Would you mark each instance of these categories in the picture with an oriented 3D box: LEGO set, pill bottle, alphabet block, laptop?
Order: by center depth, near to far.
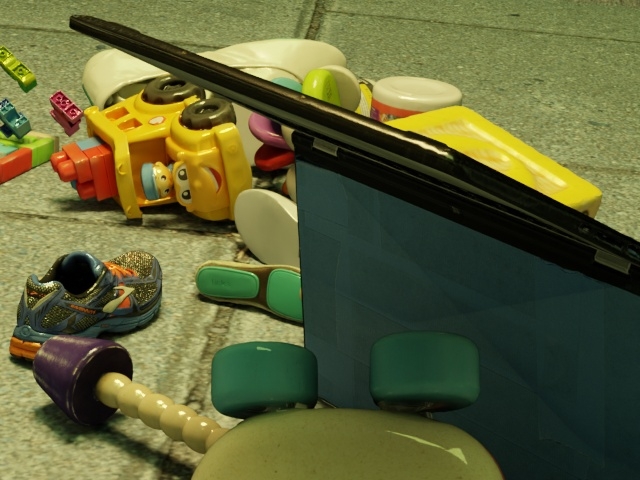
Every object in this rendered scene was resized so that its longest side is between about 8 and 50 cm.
[{"bbox_3d":[0.032,0.045,1.043,0.382,0.236,0.408,24,3,42],"label":"laptop"},{"bbox_3d":[0.125,0.006,1.385,0.193,0.197,0.192,35,31,27],"label":"alphabet block"},{"bbox_3d":[0.107,-0.091,1.702,0.108,0.193,0.108,4,21,-2],"label":"pill bottle"},{"bbox_3d":[-0.422,-0.194,1.912,0.087,0.093,0.227,-41,72,-19],"label":"LEGO set"},{"bbox_3d":[-0.015,-0.161,1.969,0.208,0.119,0.119,-8,24,-33],"label":"pill bottle"}]

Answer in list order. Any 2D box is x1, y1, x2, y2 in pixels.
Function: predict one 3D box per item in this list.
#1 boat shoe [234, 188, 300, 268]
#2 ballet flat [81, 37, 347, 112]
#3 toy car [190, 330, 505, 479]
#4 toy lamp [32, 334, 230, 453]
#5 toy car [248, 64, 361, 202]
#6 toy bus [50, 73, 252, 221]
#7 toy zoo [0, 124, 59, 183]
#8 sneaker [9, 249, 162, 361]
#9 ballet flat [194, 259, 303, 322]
[{"bbox_3d":[0.000,0.000,1.603,0.228,0.080,0.076,24,21,38],"label":"boat shoe"},{"bbox_3d":[-0.153,-0.218,2.114,0.400,0.139,0.139,-2,21,-8],"label":"ballet flat"},{"bbox_3d":[0.036,0.200,0.980,0.210,0.219,0.238,-5,-20,14],"label":"toy car"},{"bbox_3d":[-0.131,0.146,1.174,0.275,0.080,0.080,21,25,35],"label":"toy lamp"},{"bbox_3d":[-0.025,-0.135,1.820,0.136,0.182,0.159,6,35,15],"label":"toy car"},{"bbox_3d":[-0.211,-0.095,1.732,0.211,0.149,0.220,-19,31,-23],"label":"toy bus"},{"bbox_3d":[-0.491,-0.103,1.818,0.192,0.030,0.293,12,21,16],"label":"toy zoo"},{"bbox_3d":[-0.220,0.048,1.397,0.083,0.087,0.221,13,22,19],"label":"sneaker"},{"bbox_3d":[-0.051,0.047,1.494,0.168,0.057,0.052,14,12,20],"label":"ballet flat"}]
